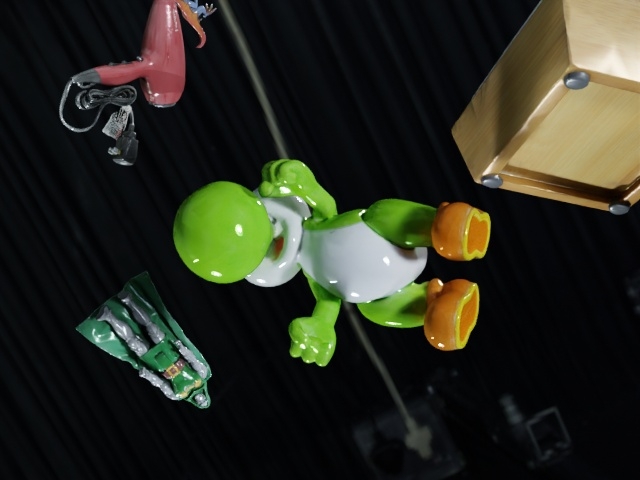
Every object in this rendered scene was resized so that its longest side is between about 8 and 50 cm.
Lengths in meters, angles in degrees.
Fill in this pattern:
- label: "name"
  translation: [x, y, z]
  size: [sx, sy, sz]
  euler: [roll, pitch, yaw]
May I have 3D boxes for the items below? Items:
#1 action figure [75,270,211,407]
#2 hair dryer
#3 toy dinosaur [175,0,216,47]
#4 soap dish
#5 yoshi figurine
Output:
- label: "action figure"
  translation: [-0.243, 0.174, 1.619]
  size: [0.137, 0.232, 0.063]
  euler: [-38, -157, 5]
- label: "hair dryer"
  translation: [-0.303, -0.279, 1.767]
  size: [0.080, 0.223, 0.294]
  euler: [18, -103, 22]
- label: "toy dinosaur"
  translation: [-0.169, -0.306, 1.389]
  size: [0.047, 0.090, 0.082]
  euler: [-13, 178, 21]
- label: "soap dish"
  translation: [0.295, -0.142, 1.119]
  size: [0.291, 0.228, 0.118]
  euler: [121, -22, -61]
- label: "yoshi figurine"
  translation: [-0.012, 0.013, 1.160]
  size: [0.362, 0.203, 0.204]
  euler: [11, -120, 23]
